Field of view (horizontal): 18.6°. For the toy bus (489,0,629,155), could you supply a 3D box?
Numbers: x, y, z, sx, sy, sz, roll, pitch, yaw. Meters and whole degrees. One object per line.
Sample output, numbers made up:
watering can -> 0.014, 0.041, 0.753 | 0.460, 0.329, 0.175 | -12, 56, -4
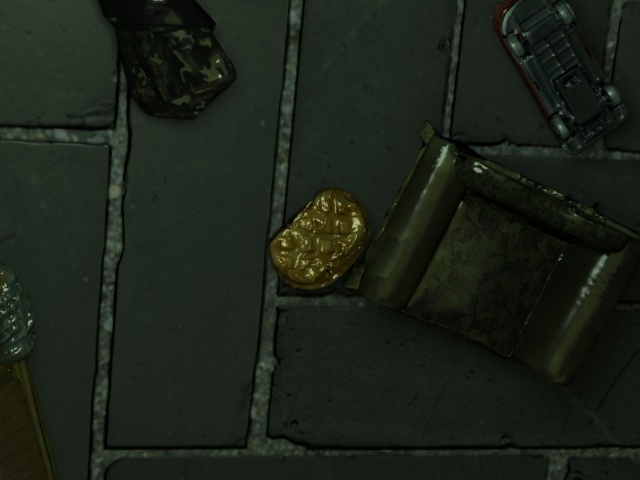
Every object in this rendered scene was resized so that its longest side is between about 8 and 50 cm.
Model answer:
toy bus -> 0.234, -0.178, 1.961 | 0.079, 0.077, 0.174 | -34, 111, -3

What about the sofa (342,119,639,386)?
sofa -> 0.176, 0.024, 1.952 | 0.258, 0.182, 0.200 | 25, 100, -20

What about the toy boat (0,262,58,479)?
toy boat -> -0.306, 0.232, 1.902 | 0.136, 0.162, 0.445 | -16, 110, -12

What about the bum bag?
bum bag -> -0.160, -0.230, 1.849 | 0.102, 0.069, 0.248 | -10, 115, 27

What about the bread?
bread -> 0.000, 0.000, 1.955 | 0.110, 0.044, 0.083 | -45, 68, 4
